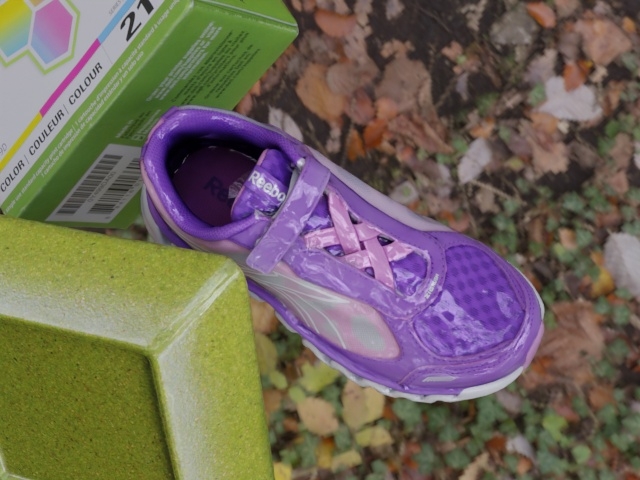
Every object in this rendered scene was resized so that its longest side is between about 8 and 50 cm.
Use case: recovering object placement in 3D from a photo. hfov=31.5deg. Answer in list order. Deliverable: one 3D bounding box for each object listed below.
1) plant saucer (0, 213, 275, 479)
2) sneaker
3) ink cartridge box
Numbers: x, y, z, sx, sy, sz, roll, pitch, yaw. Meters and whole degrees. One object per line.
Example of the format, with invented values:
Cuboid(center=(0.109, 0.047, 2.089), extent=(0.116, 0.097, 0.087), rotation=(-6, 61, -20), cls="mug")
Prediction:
Cuboid(center=(-0.122, 0.083, 0.601), extent=(0.188, 0.045, 0.188), rotation=(10, 126, 22), cls="plant saucer")
Cuboid(center=(0.000, 0.000, 0.570), extent=(0.095, 0.236, 0.104), rotation=(-59, 163, -15), cls="sneaker")
Cuboid(center=(-0.157, -0.161, 0.702), extent=(0.189, 0.255, 0.097), rotation=(-45, 155, 27), cls="ink cartridge box")
